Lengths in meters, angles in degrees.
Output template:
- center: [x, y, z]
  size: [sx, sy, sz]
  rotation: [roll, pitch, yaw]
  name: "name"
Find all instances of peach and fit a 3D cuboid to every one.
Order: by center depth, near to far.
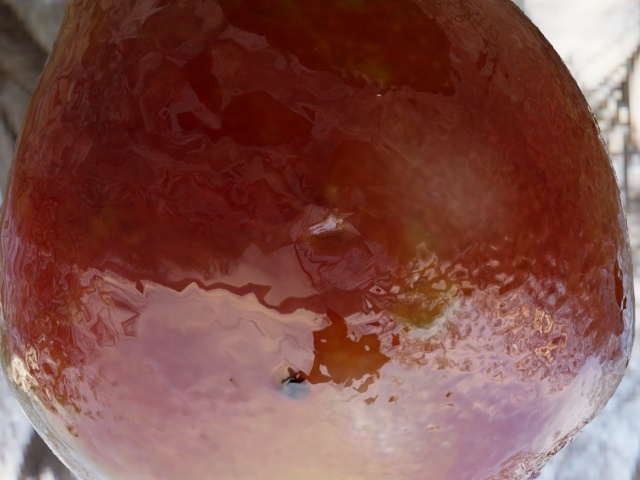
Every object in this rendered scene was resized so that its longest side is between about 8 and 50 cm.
- center: [0.000, 0.000, 1.085]
  size: [0.388, 0.388, 0.388]
  rotation: [-5, -156, 2]
  name: "peach"
